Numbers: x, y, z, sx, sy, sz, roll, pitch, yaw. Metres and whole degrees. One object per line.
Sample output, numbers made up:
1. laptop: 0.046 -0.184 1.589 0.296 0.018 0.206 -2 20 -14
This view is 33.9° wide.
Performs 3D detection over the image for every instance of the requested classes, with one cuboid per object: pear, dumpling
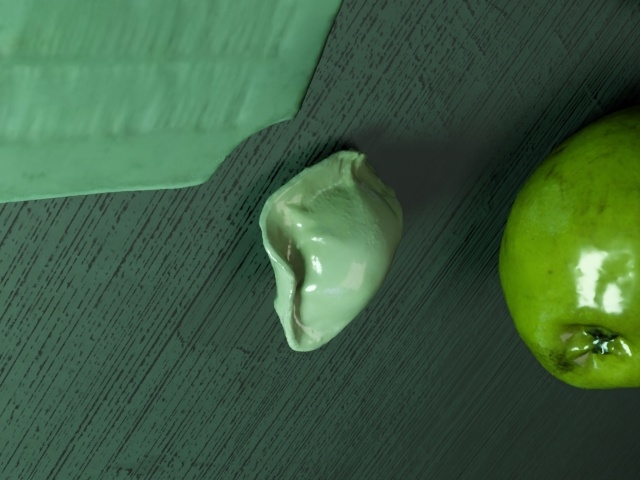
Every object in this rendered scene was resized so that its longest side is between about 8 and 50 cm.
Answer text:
1. pear: 0.357 -0.012 1.143 0.375 0.287 0.287 -51 152 -25
2. dumpling: 0.000 0.002 0.899 0.169 0.100 0.134 -49 135 2

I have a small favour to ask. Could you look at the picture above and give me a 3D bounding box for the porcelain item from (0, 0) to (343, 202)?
1. porcelain item: -0.119 -0.169 0.515 0.286 0.157 0.281 -11 136 -44
